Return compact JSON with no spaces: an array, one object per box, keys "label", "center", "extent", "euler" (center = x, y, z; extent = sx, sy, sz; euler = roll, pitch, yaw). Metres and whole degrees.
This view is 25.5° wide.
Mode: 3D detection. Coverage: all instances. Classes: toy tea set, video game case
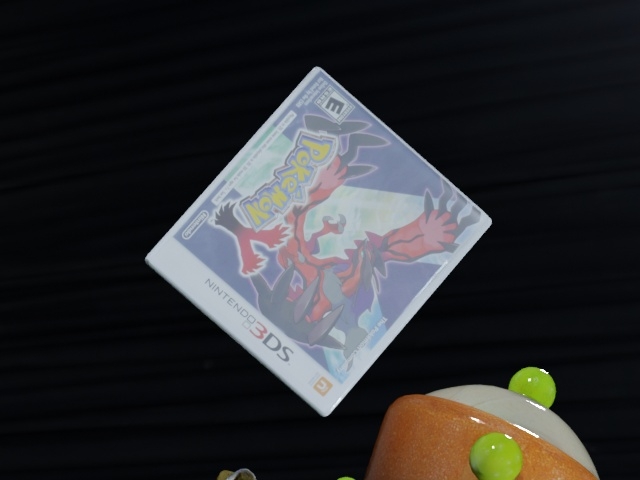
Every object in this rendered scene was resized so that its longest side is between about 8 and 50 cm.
[{"label":"toy tea set","center":[0.052,0.137,0.653],"extent":[0.200,0.336,0.124],"euler":[37,70,-24]},{"label":"video game case","center":[0.000,0.000,1.081],"extent":[0.183,0.201,0.023],"euler":[41,-8,-2]}]
